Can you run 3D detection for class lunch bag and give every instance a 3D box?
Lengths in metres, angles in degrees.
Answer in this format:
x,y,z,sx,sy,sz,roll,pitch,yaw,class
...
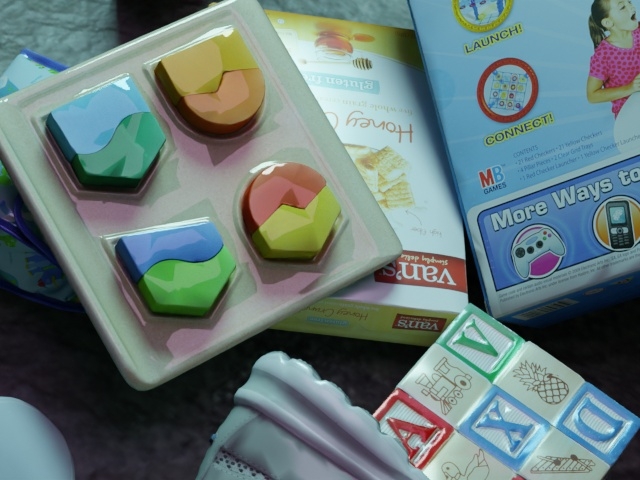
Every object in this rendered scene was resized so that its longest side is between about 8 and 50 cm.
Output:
x,y,z,sx,sy,sz,roll,pitch,yaw,class
-0.155,-0.031,1.149,0.151,0.096,0.129,26,59,19,lunch bag

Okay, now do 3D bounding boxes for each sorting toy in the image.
x,y,z,sx,sy,sz,roll,pitch,yaw,class
-0.071,-0.036,1.111,0.208,0.038,0.193,-27,82,-29,sorting toy

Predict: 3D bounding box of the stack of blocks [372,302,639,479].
x,y,z,sx,sy,sz,roll,pitch,yaw,class
0.033,0.169,1.068,0.171,0.087,0.297,35,52,12,stack of blocks

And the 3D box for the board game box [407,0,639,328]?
x,y,z,sx,sy,sz,roll,pitch,yaw,class
0.219,-0.133,1.183,0.086,0.308,0.302,15,59,-62,board game box

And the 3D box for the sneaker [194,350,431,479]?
x,y,z,sx,sy,sz,roll,pitch,yaw,class
0.047,0.186,0.959,0.281,0.105,0.115,39,83,13,sneaker

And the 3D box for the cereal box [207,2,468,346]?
x,y,z,sx,sy,sz,roll,pitch,yaw,class
0.005,-0.046,1.224,0.173,0.047,0.240,6,51,-10,cereal box

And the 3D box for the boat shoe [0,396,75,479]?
x,y,z,sx,sy,sz,roll,pitch,yaw,class
-0.223,0.167,0.994,0.095,0.084,0.258,57,30,-5,boat shoe
